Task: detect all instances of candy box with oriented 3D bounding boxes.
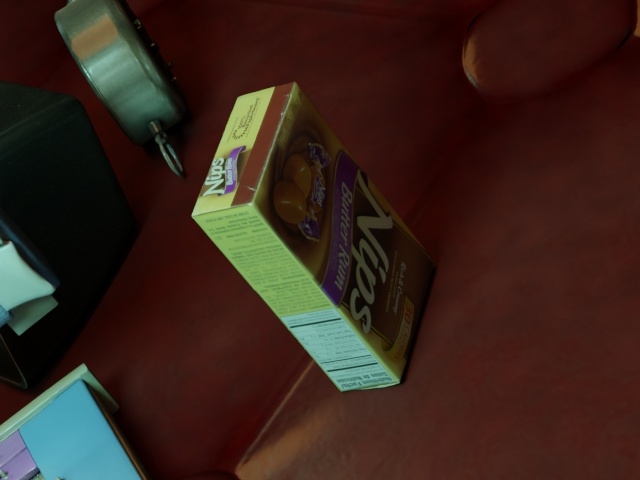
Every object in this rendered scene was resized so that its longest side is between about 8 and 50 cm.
[{"bbox_3d":[0.000,0.000,1.261,0.053,0.187,0.109,-11,45,32],"label":"candy box"}]

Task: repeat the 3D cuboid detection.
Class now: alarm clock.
[{"bbox_3d":[-0.152,-0.130,1.575,0.064,0.129,0.192,-29,66,4],"label":"alarm clock"}]

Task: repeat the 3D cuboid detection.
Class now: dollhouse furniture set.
[{"bbox_3d":[-0.269,0.132,1.228,0.286,0.303,0.198,-37,37,-3],"label":"dollhouse furniture set"}]

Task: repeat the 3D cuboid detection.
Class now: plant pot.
[{"bbox_3d":[-0.259,-0.024,1.500,0.188,0.187,0.167,13,45,44],"label":"plant pot"}]
